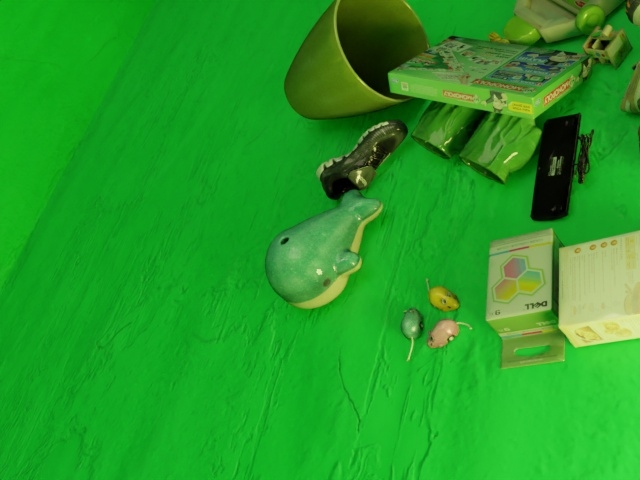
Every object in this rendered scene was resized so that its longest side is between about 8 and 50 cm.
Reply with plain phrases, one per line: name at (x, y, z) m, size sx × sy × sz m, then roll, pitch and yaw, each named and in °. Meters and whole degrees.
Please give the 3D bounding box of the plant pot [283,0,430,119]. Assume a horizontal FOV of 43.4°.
plant pot at (0.053, -0.391, 1.822) m, size 0.293 × 0.274 × 0.275 m, roll -22°, pitch 42°, yaw 51°

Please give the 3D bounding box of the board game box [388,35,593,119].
board game box at (0.317, -0.316, 1.525) m, size 0.317 × 0.046 × 0.213 m, roll 21°, pitch 44°, yaw 40°

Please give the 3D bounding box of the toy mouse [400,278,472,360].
toy mouse at (0.182, 0.142, 1.378) m, size 0.143 × 0.031 × 0.161 m, roll -51°, pitch 38°, yaw -6°

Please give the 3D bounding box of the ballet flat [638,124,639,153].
ballet flat at (0.587, -0.263, 1.277) m, size 0.116 × 0.124 × 0.342 m, roll 15°, pitch 68°, yaw 49°

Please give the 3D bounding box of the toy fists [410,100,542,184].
toy fists at (0.301, -0.208, 1.530) m, size 0.142 × 0.096 × 0.279 m, roll -55°, pitch 39°, yaw 1°

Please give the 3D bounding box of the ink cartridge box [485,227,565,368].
ink cartridge box at (0.323, 0.090, 1.266) m, size 0.108 × 0.062 × 0.209 m, roll -14°, pitch 48°, yaw 34°

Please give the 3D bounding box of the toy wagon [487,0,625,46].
toy wagon at (0.492, -0.495, 1.623) m, size 0.344 × 0.068 × 0.267 m, roll -41°, pitch 38°, yaw 9°

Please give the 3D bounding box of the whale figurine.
whale figurine at (0.000, 0.000, 1.589) m, size 0.272 × 0.141 × 0.216 m, roll -51°, pitch 37°, yaw -6°

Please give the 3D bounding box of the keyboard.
keyboard at (0.420, -0.123, 1.379) m, size 0.100 × 0.038 × 0.192 m, roll -3°, pitch 70°, yaw 50°

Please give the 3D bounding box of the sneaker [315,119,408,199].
sneaker at (0.094, -0.160, 1.701) m, size 0.234 × 0.078 × 0.106 m, roll -33°, pitch 42°, yaw 23°

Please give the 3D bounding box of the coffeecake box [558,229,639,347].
coffeecake box at (0.446, 0.065, 1.165) m, size 0.185 × 0.068 × 0.142 m, roll -15°, pitch 47°, yaw 34°

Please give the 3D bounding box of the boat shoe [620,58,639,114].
boat shoe at (0.568, -0.301, 1.383) m, size 0.190 × 0.068 × 0.072 m, roll -57°, pitch 27°, yaw -13°

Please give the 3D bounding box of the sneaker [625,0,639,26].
sneaker at (0.616, -0.524, 1.442) m, size 0.321 × 0.125 × 0.180 m, roll -42°, pitch 65°, yaw -11°

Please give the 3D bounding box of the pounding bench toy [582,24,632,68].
pounding bench toy at (0.515, -0.363, 1.469) m, size 0.052 × 0.083 × 0.065 m, roll -52°, pitch 39°, yaw -7°
